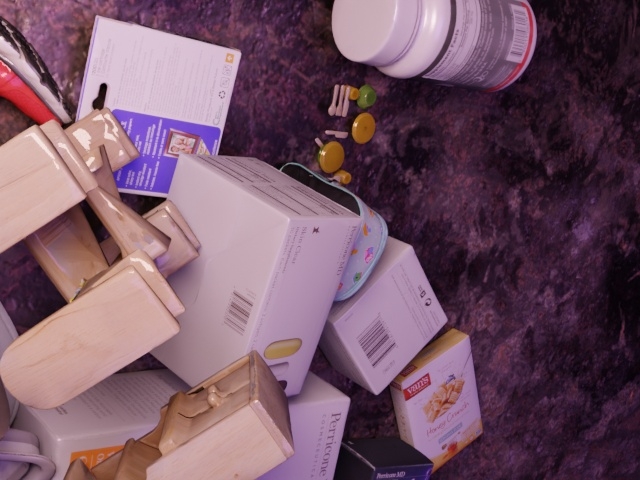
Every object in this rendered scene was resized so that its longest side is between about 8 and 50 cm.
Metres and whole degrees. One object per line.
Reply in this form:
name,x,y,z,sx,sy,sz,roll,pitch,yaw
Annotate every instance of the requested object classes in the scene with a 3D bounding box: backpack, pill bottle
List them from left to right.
backpack,0.000,0.000,1.237,0.144,0.188,0.166,40,80,-41
pill bottle,0.164,-0.308,1.271,0.283,0.161,0.161,0,107,-39

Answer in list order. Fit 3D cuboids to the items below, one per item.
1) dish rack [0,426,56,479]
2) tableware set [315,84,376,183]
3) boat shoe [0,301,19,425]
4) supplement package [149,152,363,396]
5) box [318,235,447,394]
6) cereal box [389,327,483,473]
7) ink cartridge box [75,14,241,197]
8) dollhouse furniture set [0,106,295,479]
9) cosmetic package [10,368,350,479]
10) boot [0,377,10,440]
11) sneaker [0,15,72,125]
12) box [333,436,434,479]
dish rack,-0.491,0.265,0.950,0.333,0.072,0.285,18,130,-42
tableware set,0.038,-0.160,1.320,0.104,0.024,0.154,-2,107,-42
boat shoe,-0.421,0.098,1.001,0.114,0.091,0.302,-39,135,-54
supplement package,-0.100,0.048,1.124,0.145,0.204,0.262,-4,118,-51
box,0.079,0.110,1.390,0.182,0.119,0.181,-44,129,-18
cereal box,0.217,0.303,1.625,0.173,0.047,0.240,-31,124,-27
ink cartridge box,-0.213,-0.160,1.096,0.208,0.045,0.206,5,105,-42
dollhouse furniture set,-0.241,0.096,0.884,0.256,0.362,0.394,-33,103,2
cosmetic package,-0.194,0.311,1.218,0.453,0.161,0.230,0,107,-40
boot,-0.430,0.126,0.880,0.112,0.305,0.115,-19,142,-60
sneaker,-0.390,-0.197,0.924,0.118,0.107,0.279,-45,129,7
box,0.086,0.460,1.540,0.153,0.108,0.207,7,103,-40
